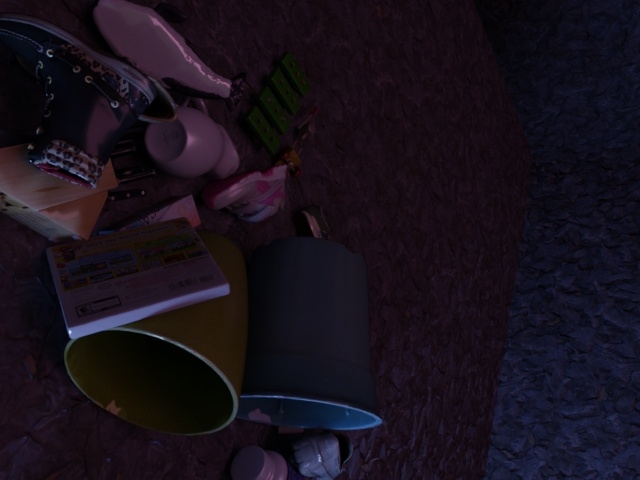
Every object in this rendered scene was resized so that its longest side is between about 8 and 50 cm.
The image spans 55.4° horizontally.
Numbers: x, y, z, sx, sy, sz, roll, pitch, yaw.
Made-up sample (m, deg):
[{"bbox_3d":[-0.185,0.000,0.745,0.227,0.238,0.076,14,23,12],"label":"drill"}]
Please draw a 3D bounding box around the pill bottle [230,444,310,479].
[{"bbox_3d":[-0.105,0.512,1.293,0.186,0.112,0.112,54,46,-40],"label":"pill bottle"}]

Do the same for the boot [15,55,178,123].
[{"bbox_3d":[-0.340,-0.248,0.944,0.213,0.165,0.077,27,85,-53],"label":"boot"}]

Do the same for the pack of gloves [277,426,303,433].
[{"bbox_3d":[-0.037,0.345,1.485,0.195,0.046,0.231,14,73,-43],"label":"pack of gloves"}]

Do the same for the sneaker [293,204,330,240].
[{"bbox_3d":[0.000,0.000,1.521,0.086,0.064,0.192,-37,115,-45],"label":"sneaker"}]

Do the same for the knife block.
[{"bbox_3d":[-0.390,-0.131,0.939,0.276,0.088,0.241,41,54,-46],"label":"knife block"}]

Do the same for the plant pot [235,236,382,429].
[{"bbox_3d":[-0.039,0.191,1.251,0.341,0.341,0.333,37,50,-49],"label":"plant pot"}]

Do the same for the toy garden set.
[{"bbox_3d":[-0.085,-0.287,1.436,0.203,0.049,0.244,54,46,-37],"label":"toy garden set"}]

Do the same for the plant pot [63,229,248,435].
[{"bbox_3d":[-0.230,0.127,1.034,0.274,0.275,0.293,61,29,-33],"label":"plant pot"}]

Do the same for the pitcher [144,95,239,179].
[{"bbox_3d":[-0.244,-0.201,1.128,0.177,0.126,0.207,68,15,3],"label":"pitcher"}]

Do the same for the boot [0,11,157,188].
[{"bbox_3d":[-0.368,-0.192,0.833,0.237,0.085,0.178,25,74,-7],"label":"boot"}]

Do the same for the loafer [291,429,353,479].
[{"bbox_3d":[0.026,0.498,1.417,0.319,0.112,0.112,60,9,-68],"label":"loafer"}]

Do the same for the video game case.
[{"bbox_3d":[-0.279,0.046,0.921,0.227,0.206,0.026,-15,128,-24],"label":"video game case"}]

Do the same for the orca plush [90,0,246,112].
[{"bbox_3d":[-0.273,-0.341,1.102,0.288,0.102,0.151,12,103,-25],"label":"orca plush"}]

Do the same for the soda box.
[{"bbox_3d":[-0.300,-0.024,1.090,0.183,0.058,0.062,-38,119,-51],"label":"soda box"}]

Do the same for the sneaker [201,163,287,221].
[{"bbox_3d":[-0.144,-0.090,1.283,0.252,0.103,0.111,-24,106,-53],"label":"sneaker"}]
